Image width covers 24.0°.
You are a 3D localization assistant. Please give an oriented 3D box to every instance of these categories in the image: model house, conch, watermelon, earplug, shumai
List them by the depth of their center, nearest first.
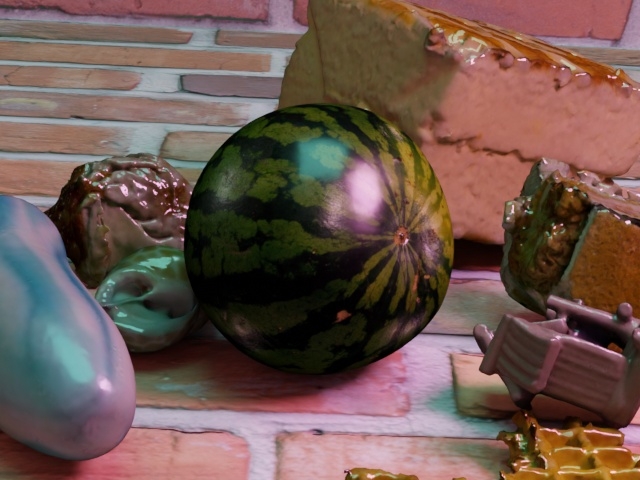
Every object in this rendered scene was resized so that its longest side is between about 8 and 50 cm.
[{"bbox_3d":[-0.266,0.096,1.415,0.185,0.185,0.324,-9,26,-31],"label":"earplug"},{"bbox_3d":[0.239,0.110,1.454,0.188,0.122,0.229,11,-5,10],"label":"model house"},{"bbox_3d":[0.000,0.000,1.561,0.285,0.285,0.285,3,19,-1],"label":"watermelon"},{"bbox_3d":[-0.180,0.067,1.620,0.116,0.106,0.173,14,35,9],"label":"conch"},{"bbox_3d":[-0.235,-0.012,1.799,0.184,0.184,0.142,11,44,24],"label":"shumai"}]

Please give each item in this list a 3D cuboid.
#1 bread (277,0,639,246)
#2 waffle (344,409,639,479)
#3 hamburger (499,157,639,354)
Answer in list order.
[{"bbox_3d":[0.175,-0.156,1.975,0.371,0.279,0.390,7,13,-36],"label":"bread"},{"bbox_3d":[0.186,0.220,1.263,0.293,0.069,0.260,-16,25,-40],"label":"waffle"},{"bbox_3d":[0.328,0.033,1.685,0.288,0.192,0.167,22,24,-8],"label":"hamburger"}]
